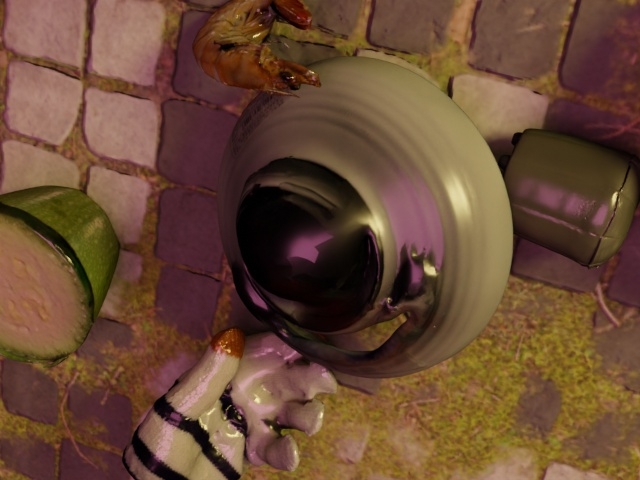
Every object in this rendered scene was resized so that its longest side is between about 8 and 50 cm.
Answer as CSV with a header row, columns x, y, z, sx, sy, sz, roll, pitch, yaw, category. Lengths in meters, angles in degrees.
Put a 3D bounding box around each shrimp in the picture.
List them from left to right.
x,y,z,sx,sy,sz,roll,pitch,yaw,category
-0.039,-0.157,0.749,0.162,0.095,0.045,29,155,43,shrimp

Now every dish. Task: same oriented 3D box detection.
x,y,z,sx,sy,sz,roll,pitch,yaw,category
0.000,0.000,0.745,0.273,0.134,0.273,14,115,33,dish

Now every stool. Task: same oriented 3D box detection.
x,y,z,sx,sy,sz,roll,pitch,yaw,category
0.192,-0.036,0.737,0.110,0.096,0.096,22,117,14,stool

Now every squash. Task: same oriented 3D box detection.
x,y,z,sx,sy,sz,roll,pitch,yaw,category
-0.269,0.025,0.890,0.170,0.123,0.170,6,114,14,squash

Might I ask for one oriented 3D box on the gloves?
x,y,z,sx,sy,sz,roll,pitch,yaw,category
-0.080,0.163,0.901,0.219,0.131,0.140,-43,93,-3,gloves
